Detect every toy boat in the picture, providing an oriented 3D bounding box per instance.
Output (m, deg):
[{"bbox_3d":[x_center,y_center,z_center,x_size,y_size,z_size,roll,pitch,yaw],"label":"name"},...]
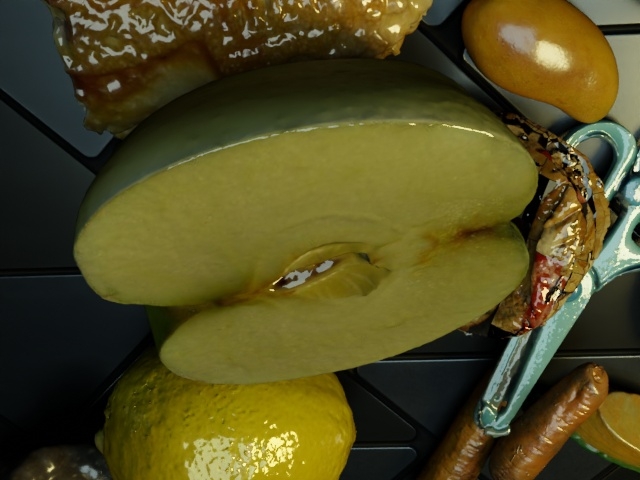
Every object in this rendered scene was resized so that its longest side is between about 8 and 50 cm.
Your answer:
[{"bbox_3d":[0.351,0.221,1.097,0.229,0.089,0.088,25,153,-8],"label":"toy boat"}]

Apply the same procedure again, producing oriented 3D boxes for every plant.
[{"bbox_3d":[-0.325,0.352,1.117,0.188,0.199,0.276,7,150,-33],"label":"plant"}]

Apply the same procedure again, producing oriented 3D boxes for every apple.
[{"bbox_3d":[0.000,0.000,0.811,0.360,0.320,0.312,-16,101,5],"label":"apple"}]

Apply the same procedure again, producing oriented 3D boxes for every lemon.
[{"bbox_3d":[-0.101,0.206,1.029,0.263,0.236,0.236,-26,113,-18],"label":"lemon"}]

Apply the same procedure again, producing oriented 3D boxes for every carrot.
[{"bbox_3d":[0.196,0.209,1.103,0.066,0.066,0.314,25,112,-7],"label":"carrot"},{"bbox_3d":[0.253,0.206,1.052,0.060,0.060,0.186,30,113,-9],"label":"carrot"}]

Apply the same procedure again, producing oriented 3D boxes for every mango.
[{"bbox_3d":[0.220,-0.181,0.914,0.184,0.085,0.102,30,107,-14],"label":"mango"}]

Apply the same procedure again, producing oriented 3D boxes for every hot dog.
[{"bbox_3d":[-0.067,-0.295,0.829,0.365,0.196,0.367,-11,120,8],"label":"hot dog"}]

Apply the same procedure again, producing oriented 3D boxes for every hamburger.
[{"bbox_3d":[0.172,-0.017,0.950,0.231,0.107,0.231,11,110,31],"label":"hamburger"}]

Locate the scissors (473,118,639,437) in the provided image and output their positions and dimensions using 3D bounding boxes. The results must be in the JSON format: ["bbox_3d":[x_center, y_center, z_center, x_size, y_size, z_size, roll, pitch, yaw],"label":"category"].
[{"bbox_3d":[0.273,0.046,1.009,0.180,0.032,0.393,26,104,-3],"label":"scissors"}]
